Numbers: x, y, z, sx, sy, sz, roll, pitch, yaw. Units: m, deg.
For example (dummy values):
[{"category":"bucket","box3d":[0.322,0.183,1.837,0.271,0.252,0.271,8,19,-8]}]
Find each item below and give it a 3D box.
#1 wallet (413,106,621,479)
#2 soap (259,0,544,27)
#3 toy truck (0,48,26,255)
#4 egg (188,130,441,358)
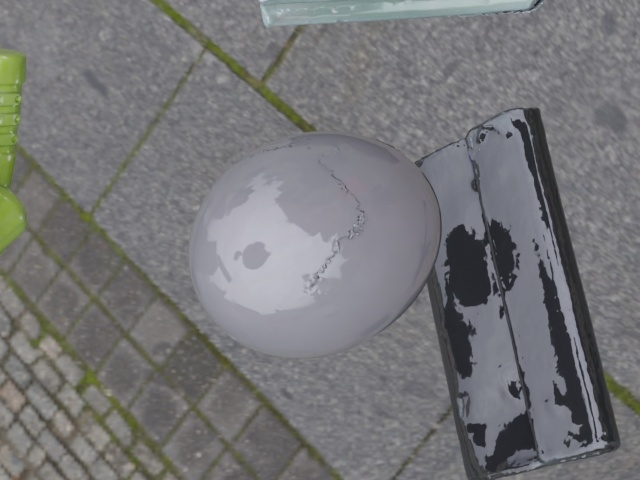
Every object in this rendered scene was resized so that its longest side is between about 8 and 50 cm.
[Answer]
[{"category":"wallet","box3d":[0.214,0.068,1.299,0.228,0.062,0.406,-31,65,49]},{"category":"soap","box3d":[0.072,-0.265,0.919,0.261,0.094,0.150,-3,85,-2]},{"category":"toy truck","box3d":[-0.308,-0.043,0.860,0.148,0.210,0.187,14,121,38]},{"category":"egg","box3d":[0.000,0.000,0.731,0.146,0.198,0.146,17,120,32]}]
